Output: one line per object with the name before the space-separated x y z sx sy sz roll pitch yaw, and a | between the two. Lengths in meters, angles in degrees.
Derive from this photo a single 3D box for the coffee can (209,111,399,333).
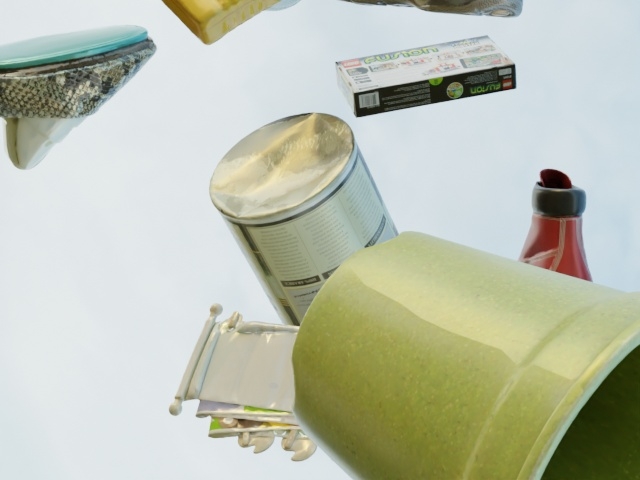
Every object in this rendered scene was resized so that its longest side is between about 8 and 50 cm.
coffee can | 0.000 0.000 1.730 0.201 0.201 0.275 18 -34 43

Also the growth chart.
growth chart | -0.056 0.156 1.440 0.237 0.172 0.021 9 -33 28

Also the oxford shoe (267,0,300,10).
oxford shoe | -0.060 -0.436 1.954 0.130 0.449 0.169 8 -92 13

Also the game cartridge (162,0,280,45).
game cartridge | -0.069 -0.374 1.340 0.285 0.323 0.053 47 -18 26

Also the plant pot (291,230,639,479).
plant pot | 0.123 0.119 0.912 0.254 0.276 0.276 28 -46 43

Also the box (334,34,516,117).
box | 0.131 -0.208 1.654 0.114 0.206 0.036 -113 -166 -61

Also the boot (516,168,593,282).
boot | 0.283 0.003 1.662 0.244 0.088 0.176 153 -66 -81

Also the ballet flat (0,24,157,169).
ballet flat | -0.432 -0.164 1.586 0.164 0.482 0.182 30 -58 56

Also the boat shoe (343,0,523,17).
boat shoe | 0.104 -0.312 1.431 0.324 0.123 0.117 19 -70 50
